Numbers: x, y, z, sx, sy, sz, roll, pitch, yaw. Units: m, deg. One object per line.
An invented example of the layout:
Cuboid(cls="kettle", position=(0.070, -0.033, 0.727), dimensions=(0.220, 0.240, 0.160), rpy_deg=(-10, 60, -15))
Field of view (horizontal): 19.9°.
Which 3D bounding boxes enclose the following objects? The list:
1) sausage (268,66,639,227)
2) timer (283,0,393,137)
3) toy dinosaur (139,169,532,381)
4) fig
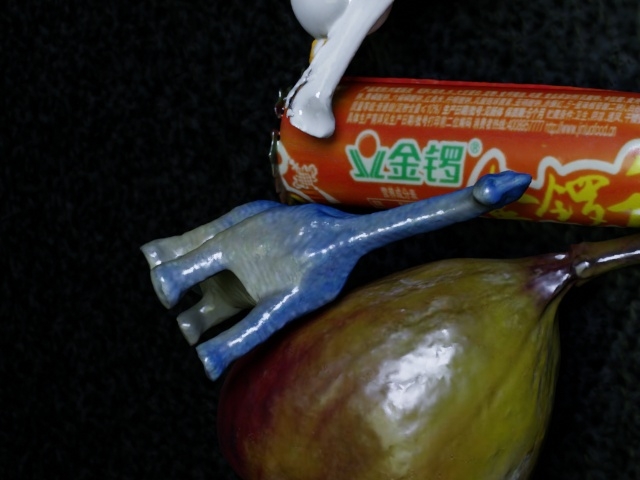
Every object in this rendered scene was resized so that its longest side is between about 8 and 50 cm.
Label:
Cuboid(cls="sausage", position=(0.100, -0.048, 0.958), dimensions=(0.264, 0.083, 0.083), rpy_deg=(5, 102, 31))
Cuboid(cls="timer", position=(0.066, -0.176, 0.911), dimensions=(0.266, 0.175, 0.175), rpy_deg=(-42, 77, 38))
Cuboid(cls="toy dinosaur", position=(0.000, 0.000, 0.992), dimensions=(0.188, 0.248, 0.075), rpy_deg=(-25, 95, -7))
Cuboid(cls="fig", position=(0.075, 0.072, 0.969), dimensions=(0.274, 0.145, 0.170), rpy_deg=(-39, 80, 17))
